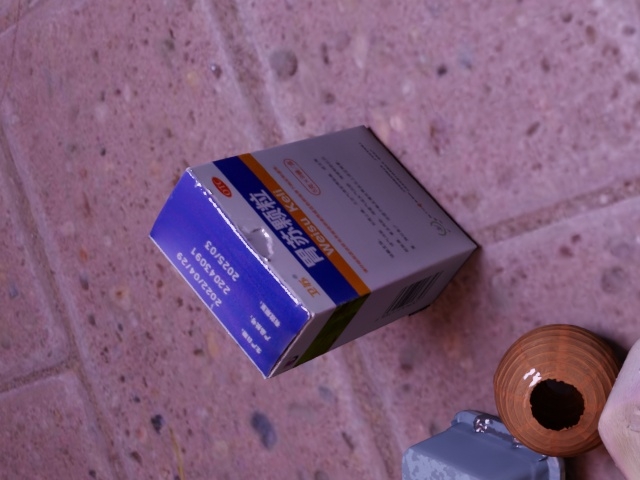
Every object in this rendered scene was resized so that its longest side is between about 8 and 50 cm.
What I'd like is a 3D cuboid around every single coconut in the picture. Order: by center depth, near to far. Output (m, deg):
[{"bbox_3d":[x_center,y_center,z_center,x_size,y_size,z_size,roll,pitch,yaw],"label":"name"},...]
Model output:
[{"bbox_3d":[0.338,0.170,1.047,0.171,0.183,0.171,21,144,17],"label":"coconut"}]

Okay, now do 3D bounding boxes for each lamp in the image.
[{"bbox_3d":[0.243,0.152,1.163,0.136,0.136,0.136,10,107,36],"label":"lamp"}]

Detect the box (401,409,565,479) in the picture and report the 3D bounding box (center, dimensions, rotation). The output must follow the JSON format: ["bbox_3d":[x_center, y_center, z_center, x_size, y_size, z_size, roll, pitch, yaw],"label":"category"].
[{"bbox_3d":[0.178,0.312,1.253,0.162,0.130,0.226,16,111,51],"label":"box"}]

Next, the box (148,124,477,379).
[{"bbox_3d":[0.000,0.000,1.203,0.200,0.299,0.106,49,126,18],"label":"box"}]
